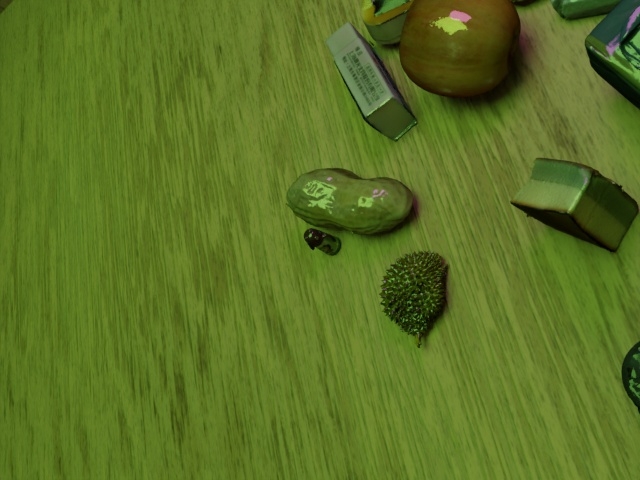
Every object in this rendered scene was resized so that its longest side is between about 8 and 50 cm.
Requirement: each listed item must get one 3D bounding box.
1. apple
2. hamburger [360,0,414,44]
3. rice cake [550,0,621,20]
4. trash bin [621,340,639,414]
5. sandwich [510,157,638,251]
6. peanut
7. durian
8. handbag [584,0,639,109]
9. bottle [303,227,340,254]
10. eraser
[{"bbox_3d":[0.300,-0.419,1.573,0.241,0.242,0.242,24,89,30],"label":"apple"},{"bbox_3d":[0.195,-0.565,1.788,0.210,0.116,0.173,-23,67,27],"label":"hamburger"},{"bbox_3d":[0.607,-0.485,1.439,0.336,0.066,0.063,-1,64,39],"label":"rice cake"},{"bbox_3d":[0.544,0.218,1.146,0.175,0.161,0.175,-15,65,36],"label":"trash bin"},{"bbox_3d":[0.427,-0.078,1.320,0.186,0.220,0.108,31,95,42],"label":"sandwich"},{"bbox_3d":[0.066,-0.090,1.688,0.313,0.149,0.149,11,80,39],"label":"peanut"},{"bbox_3d":[0.182,0.117,1.530,0.146,0.102,0.208,-12,69,30],"label":"durian"},{"bbox_3d":[0.612,-0.331,1.257,0.263,0.222,0.241,47,108,22],"label":"handbag"},{"bbox_3d":[-0.001,0.001,1.724,0.063,0.101,0.047,-46,51,17],"label":"bottle"},{"bbox_3d":[0.116,-0.375,1.760,0.086,0.130,0.287,-37,52,20],"label":"eraser"}]
